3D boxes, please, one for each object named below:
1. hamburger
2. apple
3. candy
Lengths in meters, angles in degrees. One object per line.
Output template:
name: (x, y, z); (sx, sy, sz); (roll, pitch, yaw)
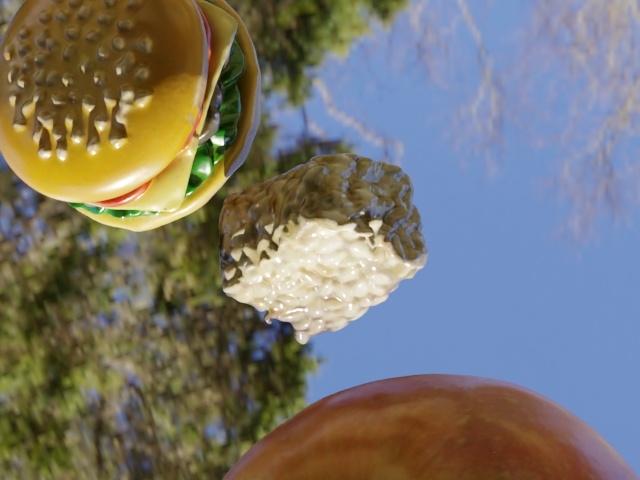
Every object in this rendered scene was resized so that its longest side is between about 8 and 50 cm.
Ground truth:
hamburger: (-0.115, -0.085, 1.161); (0.162, 0.115, 0.162); (-6, -103, 28)
apple: (0.036, 0.125, 0.595); (0.163, 0.139, 0.163); (-20, -132, 24)
candy: (0.000, 0.000, 1.120); (0.095, 0.110, 0.085); (19, -128, -35)
